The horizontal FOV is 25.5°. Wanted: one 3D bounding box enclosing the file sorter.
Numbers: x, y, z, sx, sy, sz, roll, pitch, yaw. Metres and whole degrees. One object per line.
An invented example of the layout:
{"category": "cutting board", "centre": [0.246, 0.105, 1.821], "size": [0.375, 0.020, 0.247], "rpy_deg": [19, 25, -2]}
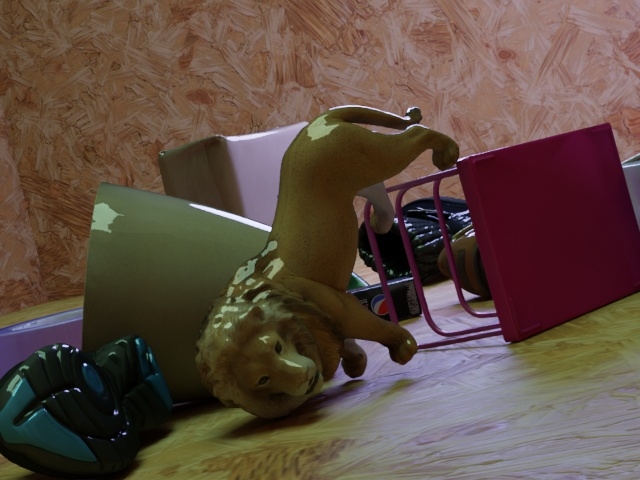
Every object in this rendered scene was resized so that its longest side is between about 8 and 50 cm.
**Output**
{"category": "file sorter", "centre": [0.216, -0.002, 1.652], "size": [0.182, 0.202, 0.291], "rpy_deg": [-14, 1, 44]}

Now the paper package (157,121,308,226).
{"category": "paper package", "centre": [-0.122, -0.041, 2.629], "size": [0.168, 0.324, 0.309], "rpy_deg": [-12, 4, 33]}

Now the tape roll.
{"category": "tape roll", "centre": [-0.390, 0.161, 2.241], "size": [0.275, 0.090, 0.275], "rpy_deg": [-12, 2, 1]}

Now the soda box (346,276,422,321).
{"category": "soda box", "centre": [0.050, 0.094, 1.933], "size": [0.169, 0.053, 0.060], "rpy_deg": [-13, 2, -7]}

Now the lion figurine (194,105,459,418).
{"category": "lion figurine", "centre": [0.000, 0.000, 1.423], "size": [0.240, 0.392, 0.142], "rpy_deg": [26, -27, -37]}

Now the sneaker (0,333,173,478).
{"category": "sneaker", "centre": [-0.241, 0.171, 1.307], "size": [0.140, 0.125, 0.341], "rpy_deg": [-26, -6, 8]}

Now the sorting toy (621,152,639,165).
{"category": "sorting toy", "centre": [0.442, -0.084, 2.148], "size": [0.229, 0.041, 0.307], "rpy_deg": [-24, -30, 25]}

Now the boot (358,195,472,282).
{"category": "boot", "centre": [0.158, 0.002, 2.498], "size": [0.260, 0.131, 0.348], "rpy_deg": [-15, 4, -34]}

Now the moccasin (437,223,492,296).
{"category": "moccasin", "centre": [0.346, -0.011, 2.037], "size": [0.380, 0.139, 0.147], "rpy_deg": [-24, 15, -20]}

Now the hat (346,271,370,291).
{"category": "hat", "centre": [-0.040, 0.121, 2.118], "size": [0.208, 0.183, 0.173], "rpy_deg": [29, 15, 3]}

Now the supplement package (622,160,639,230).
{"category": "supplement package", "centre": [0.493, -0.044, 1.690], "size": [0.203, 0.149, 0.194], "rpy_deg": [-13, 3, -9]}

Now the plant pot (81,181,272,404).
{"category": "plant pot", "centre": [-0.116, 0.073, 1.580], "size": [0.274, 0.256, 0.256], "rpy_deg": [4, 2, -4]}
